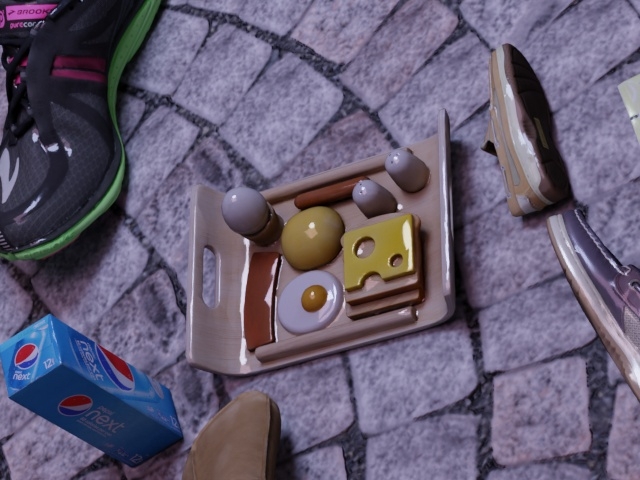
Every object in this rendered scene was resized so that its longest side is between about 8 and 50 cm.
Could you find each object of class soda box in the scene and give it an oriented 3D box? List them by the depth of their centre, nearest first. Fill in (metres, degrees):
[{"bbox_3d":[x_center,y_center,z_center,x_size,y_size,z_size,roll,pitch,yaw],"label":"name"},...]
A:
[{"bbox_3d":[-0.233,0.156,1.913,0.071,0.210,0.067,-32,51,16],"label":"soda box"}]

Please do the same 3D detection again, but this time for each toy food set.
[{"bbox_3d":[0.000,0.000,1.924,0.306,0.092,0.219,-17,57,26],"label":"toy food set"}]

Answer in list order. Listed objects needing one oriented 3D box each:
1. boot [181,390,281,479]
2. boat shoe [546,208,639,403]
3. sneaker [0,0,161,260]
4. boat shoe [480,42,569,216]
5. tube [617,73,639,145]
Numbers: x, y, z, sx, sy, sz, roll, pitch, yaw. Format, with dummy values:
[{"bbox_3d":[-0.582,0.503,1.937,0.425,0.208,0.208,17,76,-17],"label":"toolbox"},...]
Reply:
[{"bbox_3d":[-0.114,0.284,1.779,0.236,0.089,0.269,-44,16,9],"label":"boot"},{"bbox_3d":[0.299,0.078,1.682,0.092,0.103,0.285,-32,56,6],"label":"boat shoe"},{"bbox_3d":[-0.321,-0.199,2.176,0.185,0.202,0.482,-8,61,31],"label":"sneaker"},{"bbox_3d":[0.190,-0.111,1.882,0.072,0.068,0.190,-31,51,30],"label":"boat shoe"},{"bbox_3d":[0.399,-0.173,1.785,0.240,0.062,0.070,-31,10,22],"label":"tube"}]
